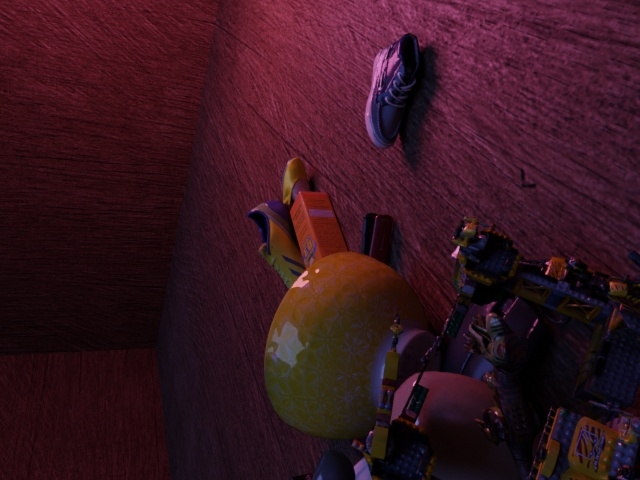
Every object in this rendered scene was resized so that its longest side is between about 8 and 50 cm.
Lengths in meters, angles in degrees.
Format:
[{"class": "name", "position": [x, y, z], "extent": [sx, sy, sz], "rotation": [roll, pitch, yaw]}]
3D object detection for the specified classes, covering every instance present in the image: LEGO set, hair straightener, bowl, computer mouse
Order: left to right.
[{"class": "hair straightener", "position": [0.091, 0.060, 0.903], "extent": [0.089, 0.047, 0.231], "rotation": [19, 108, 62]}, {"class": "bowl", "position": [0.079, 0.168, 0.683], "extent": [0.156, 0.289, 0.290], "rotation": [10, 96, 45]}, {"class": "computer mouse", "position": [0.214, 0.140, 0.614], "extent": [0.188, 0.072, 0.273], "rotation": [29, 113, 59]}, {"class": "LEGO set", "position": [0.178, 0.109, 0.390], "extent": [0.254, 0.331, 0.192], "rotation": [31, 159, 24]}]

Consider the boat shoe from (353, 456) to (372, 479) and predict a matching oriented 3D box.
[{"class": "boat shoe", "position": [0.122, 0.376, 0.735], "extent": [0.277, 0.098, 0.096], "rotation": [-65, 33, 33]}]

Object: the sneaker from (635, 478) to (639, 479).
[{"class": "sneaker", "position": [0.338, 0.226, 0.371], "extent": [0.212, 0.080, 0.094], "rotation": [-26, 79, 60]}]

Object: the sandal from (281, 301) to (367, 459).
[{"class": "sandal", "position": [-0.023, 0.262, 0.973], "extent": [0.446, 0.106, 0.168], "rotation": [-136, 34, -56]}]

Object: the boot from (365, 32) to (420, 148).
[{"class": "boot", "position": [0.130, -0.263, 0.825], "extent": [0.086, 0.069, 0.190], "rotation": [168, 106, -65]}]

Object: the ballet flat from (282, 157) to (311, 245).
[{"class": "ballet flat", "position": [-0.058, -0.089, 1.182], "extent": [0.077, 0.077, 0.231], "rotation": [28, 117, 37]}]

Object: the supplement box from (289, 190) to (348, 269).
[{"class": "supplement box", "position": [0.000, 0.000, 1.039], "extent": [0.078, 0.080, 0.234], "rotation": [-61, 39, 43]}]

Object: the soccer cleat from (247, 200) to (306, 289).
[{"class": "soccer cleat", "position": [-0.087, 0.044, 1.105], "extent": [0.093, 0.121, 0.289], "rotation": [-33, 77, 51]}]

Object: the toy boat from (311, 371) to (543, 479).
[{"class": "toy boat", "position": [0.116, 0.286, 0.566], "extent": [0.268, 0.318, 0.148], "rotation": [65, -163, -8]}]

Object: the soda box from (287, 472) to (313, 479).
[{"class": "soda box", "position": [-0.033, 0.623, 1.053], "extent": [0.060, 0.053, 0.169], "rotation": [-58, 39, 43]}]
